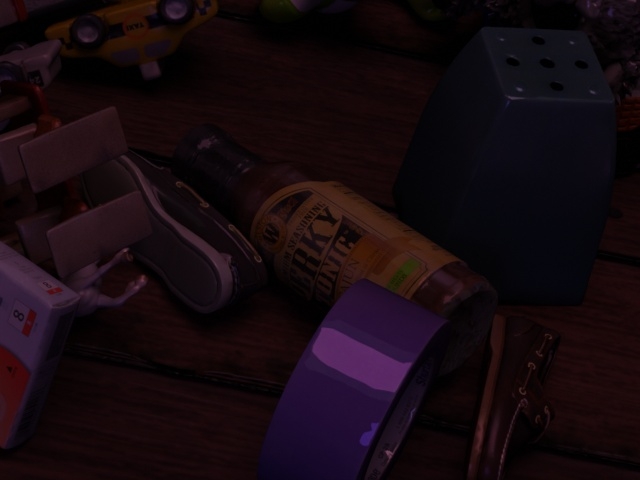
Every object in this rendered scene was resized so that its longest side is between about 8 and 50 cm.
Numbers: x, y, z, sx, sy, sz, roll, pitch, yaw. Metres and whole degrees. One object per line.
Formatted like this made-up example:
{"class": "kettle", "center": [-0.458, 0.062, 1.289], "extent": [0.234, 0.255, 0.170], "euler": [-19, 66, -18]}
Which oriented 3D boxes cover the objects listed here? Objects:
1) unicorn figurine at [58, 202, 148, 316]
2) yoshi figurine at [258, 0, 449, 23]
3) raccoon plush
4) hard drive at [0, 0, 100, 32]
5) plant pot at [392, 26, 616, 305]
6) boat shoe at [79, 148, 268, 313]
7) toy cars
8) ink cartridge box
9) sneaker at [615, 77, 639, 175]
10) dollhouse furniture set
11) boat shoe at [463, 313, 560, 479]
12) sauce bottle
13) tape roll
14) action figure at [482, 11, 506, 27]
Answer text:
{"class": "unicorn figurine", "center": [-0.212, 0.034, 1.385], "extent": [0.111, 0.060, 0.162], "euler": [-28, 23, 12]}
{"class": "yoshi figurine", "center": [0.080, -0.350, 1.765], "extent": [0.203, 0.203, 0.362], "euler": [40, 52, 17]}
{"class": "raccoon plush", "center": [0.332, -0.297, 1.696], "extent": [0.446, 0.216, 0.299], "euler": [-18, 49, -44]}
{"class": "hard drive", "center": [-0.283, -0.278, 1.602], "extent": [0.135, 0.022, 0.094], "euler": [-20, 83, -10]}
{"class": "plant pot", "center": [0.182, -0.078, 1.473], "extent": [0.166, 0.234, 0.165], "euler": [0, 45, -12]}
{"class": "boat shoe", "center": [-0.140, -0.017, 1.450], "extent": [0.069, 0.081, 0.228], "euler": [-14, 48, -43]}
{"class": "toy cars", "center": [-0.259, -0.173, 1.567], "extent": [0.394, 0.087, 0.176], "euler": [-29, 23, -34]}
{"class": "ink cartridge box", "center": [-0.292, 0.063, 1.275], "extent": [0.179, 0.145, 0.045], "euler": [31, 26, 17]}
{"class": "sneaker", "center": [0.354, -0.145, 1.698], "extent": [0.262, 0.099, 0.121], "euler": [-4, 37, -27]}
{"class": "dollhouse furniture set", "center": [-0.253, -0.114, 1.335], "extent": [0.135, 0.259, 0.262], "euler": [-26, 24, -29]}
{"class": "boat shoe", "center": [0.170, 0.141, 1.361], "extent": [0.073, 0.073, 0.207], "euler": [15, 44, 5]}
{"class": "sauce bottle", "center": [0.000, 0.000, 1.437], "extent": [0.344, 0.111, 0.111], "euler": [32, 46, 30]}
{"class": "tape roll", "center": [0.029, 0.131, 1.253], "extent": [0.080, 0.189, 0.189], "euler": [26, 45, 14]}
{"class": "action figure", "center": [0.201, -0.274, 1.830], "extent": [0.038, 0.030, 0.115], "euler": [-2, 43, -9]}
